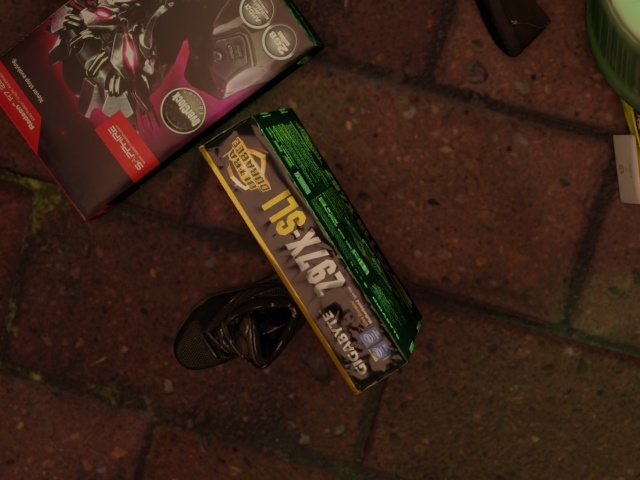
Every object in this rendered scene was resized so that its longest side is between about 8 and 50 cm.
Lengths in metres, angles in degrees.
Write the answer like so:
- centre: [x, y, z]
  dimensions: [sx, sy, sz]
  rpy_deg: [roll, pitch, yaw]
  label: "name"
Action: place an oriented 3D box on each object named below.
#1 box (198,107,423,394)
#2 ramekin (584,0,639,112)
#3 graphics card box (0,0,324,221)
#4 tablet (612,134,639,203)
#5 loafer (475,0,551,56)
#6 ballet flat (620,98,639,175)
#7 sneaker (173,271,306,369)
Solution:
- centre: [0.000, 0.000, 1.453]
  dimensions: [0.079, 0.257, 0.322]
  rpy_deg: [-32, 93, 10]
  label: "box"
- centre: [0.441, -0.281, 1.367]
  dimensions: [0.303, 0.148, 0.303]
  rpy_deg: [-3, 76, 14]
  label: "ramekin"
- centre: [-0.208, -0.221, 1.536]
  dimensions: [0.371, 0.094, 0.233]
  rpy_deg: [-35, 91, 9]
  label: "graphics card box"
- centre: [0.369, -0.086, 1.498]
  dimensions: [0.006, 0.054, 0.083]
  rpy_deg: [-9, 96, -13]
  label: "tablet"
- centre: [0.207, -0.326, 1.465]
  dimensions: [0.078, 0.080, 0.220]
  rpy_deg: [-30, 117, -1]
  label: "loafer"
- centre: [0.412, -0.095, 1.478]
  dimensions: [0.077, 0.077, 0.231]
  rpy_deg: [-20, 94, 10]
  label: "ballet flat"
- centre: [-0.108, 0.114, 1.532]
  dimensions: [0.227, 0.130, 0.087]
  rpy_deg: [-24, 102, 28]
  label: "sneaker"
